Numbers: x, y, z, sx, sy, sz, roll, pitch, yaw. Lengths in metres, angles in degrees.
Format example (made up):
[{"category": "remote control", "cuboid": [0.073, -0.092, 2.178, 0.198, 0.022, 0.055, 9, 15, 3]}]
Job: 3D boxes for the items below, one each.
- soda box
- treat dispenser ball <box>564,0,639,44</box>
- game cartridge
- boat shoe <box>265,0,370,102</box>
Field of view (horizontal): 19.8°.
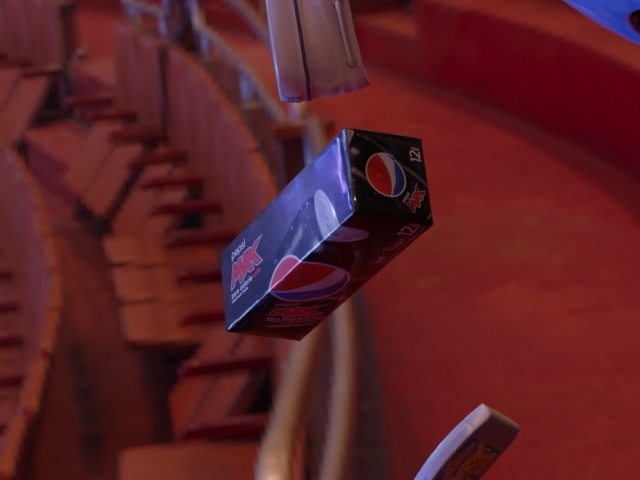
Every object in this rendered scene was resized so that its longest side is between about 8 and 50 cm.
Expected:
[{"category": "soda box", "cuboid": [0.000, 0.000, 1.088, 0.053, 0.060, 0.169, 9, -31, -27]}, {"category": "treat dispenser ball", "cuboid": [0.166, -0.195, 0.596, 0.288, 0.288, 0.288, -6, 13, 1]}, {"category": "game cartridge", "cuboid": [0.102, 0.155, 1.306, 0.056, 0.083, 0.017, 31, 10, -49]}, {"category": "boat shoe", "cuboid": [-0.007, -0.238, 1.425, 0.084, 0.258, 0.095, -7, 15, -1]}]
